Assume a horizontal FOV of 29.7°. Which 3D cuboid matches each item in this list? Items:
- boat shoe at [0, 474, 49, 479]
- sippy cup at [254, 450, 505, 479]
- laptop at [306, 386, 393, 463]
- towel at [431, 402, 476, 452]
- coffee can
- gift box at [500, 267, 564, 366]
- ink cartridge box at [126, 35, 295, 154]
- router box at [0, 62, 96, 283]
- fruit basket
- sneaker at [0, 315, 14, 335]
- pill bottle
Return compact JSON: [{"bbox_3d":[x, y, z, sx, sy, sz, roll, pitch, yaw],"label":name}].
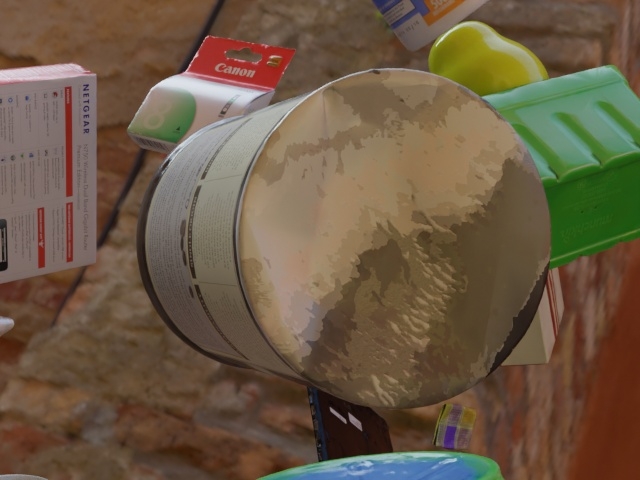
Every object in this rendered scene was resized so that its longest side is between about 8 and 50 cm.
[{"bbox_3d":[-0.364,0.285,0.990,0.113,0.340,0.127,-5,-73,40],"label":"boat shoe"},{"bbox_3d":[0.051,0.311,1.020,0.240,0.224,0.305,-8,0,-26],"label":"sippy cup"},{"bbox_3d":[0.000,0.316,1.489,0.137,0.264,0.234,-23,-38,17],"label":"laptop"},{"bbox_3d":[0.174,0.241,1.560,0.009,0.060,0.083,12,-7,39],"label":"towel"},{"bbox_3d":[0.000,0.000,0.828,0.202,0.201,0.275,31,-10,-17],"label":"coffee can"},{"bbox_3d":[0.274,0.047,2.078,0.255,0.276,0.258,-7,-68,16],"label":"gift box"},{"bbox_3d":[-0.164,-0.224,1.827,0.181,0.224,0.056,15,-21,30],"label":"ink cartridge box"},{"bbox_3d":[-0.506,-0.098,1.916,0.082,0.301,0.335,30,-57,46],"label":"router box"},{"bbox_3d":[0.275,-0.144,1.766,0.392,0.392,0.282,15,-55,15],"label":"fruit basket"},{"bbox_3d":[-0.539,0.146,1.832,0.094,0.080,0.212,-8,-2,-43],"label":"sneaker"},{"bbox_3d":[0.098,-0.391,1.544,0.272,0.152,0.152,53,-32,-7],"label":"pill bottle"}]
